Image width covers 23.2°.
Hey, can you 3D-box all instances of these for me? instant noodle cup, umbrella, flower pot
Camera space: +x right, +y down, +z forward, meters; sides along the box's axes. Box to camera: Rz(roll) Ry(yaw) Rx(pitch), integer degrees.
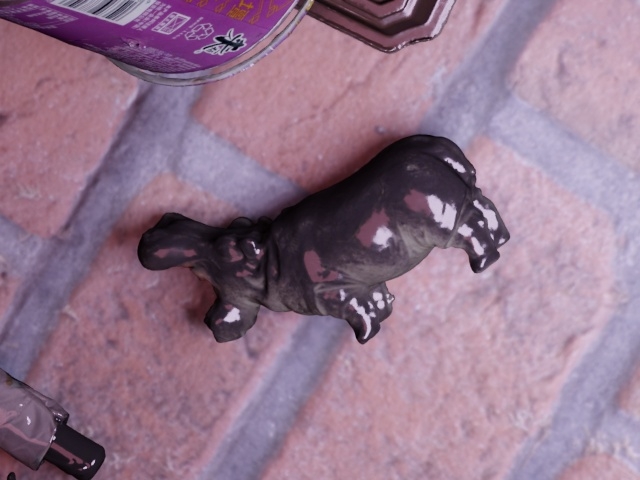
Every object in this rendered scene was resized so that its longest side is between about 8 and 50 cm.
[{"bbox_3d":[-0.185,-0.305,1.295,0.340,0.266,0.340,0,91,32],"label":"instant noodle cup"},{"bbox_3d":[-0.367,0.141,1.581,0.337,0.067,0.073,33,116,0],"label":"umbrella"},{"bbox_3d":[0.016,-0.283,1.413,0.251,0.084,0.179,26,106,2],"label":"flower pot"}]

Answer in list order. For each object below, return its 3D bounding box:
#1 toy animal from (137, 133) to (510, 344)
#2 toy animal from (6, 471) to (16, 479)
[{"bbox_3d":[0.001,0.017,1.474,0.343,0.106,0.168,-17,100,16],"label":"toy animal"},{"bbox_3d":[-0.216,0.308,1.598,0.233,0.084,0.148,14,87,12],"label":"toy animal"}]
